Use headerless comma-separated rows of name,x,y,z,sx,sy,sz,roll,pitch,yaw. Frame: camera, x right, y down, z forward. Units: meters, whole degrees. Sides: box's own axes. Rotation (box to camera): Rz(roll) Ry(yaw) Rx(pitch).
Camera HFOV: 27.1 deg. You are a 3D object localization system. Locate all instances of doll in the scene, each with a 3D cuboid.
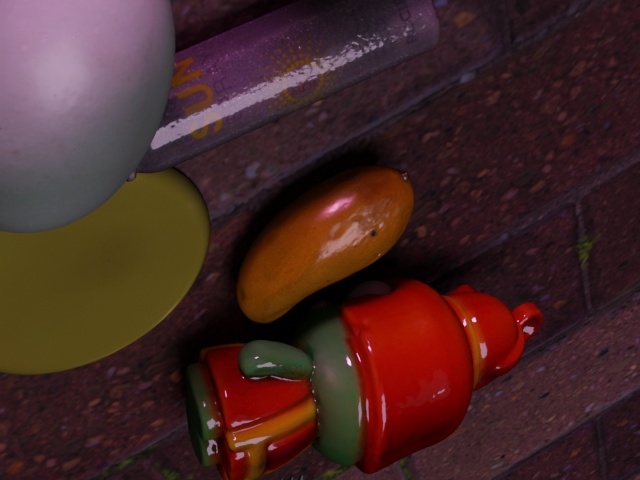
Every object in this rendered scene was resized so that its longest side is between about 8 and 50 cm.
doll,0.054,0.125,1.236,0.363,0.160,0.182,-19,140,-21

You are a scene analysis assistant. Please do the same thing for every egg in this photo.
egg,-0.173,-0.104,0.786,0.168,0.168,0.231,-11,141,-29

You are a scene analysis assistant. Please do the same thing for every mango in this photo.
mango,0.000,0.000,1.126,0.190,0.075,0.098,-36,139,14

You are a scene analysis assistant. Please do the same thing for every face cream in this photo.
face cream,-0.051,-0.117,0.948,0.284,0.073,0.073,-25,143,-12

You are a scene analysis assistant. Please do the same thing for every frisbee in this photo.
frisbee,-0.192,0.027,1.051,0.236,0.017,0.236,-22,142,-18

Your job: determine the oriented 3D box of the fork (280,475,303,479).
fork,-0.072,0.354,1.518,0.039,0.021,0.235,1,131,-35
